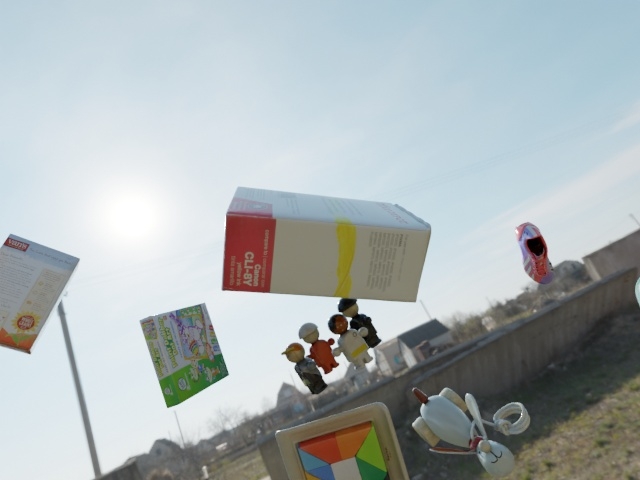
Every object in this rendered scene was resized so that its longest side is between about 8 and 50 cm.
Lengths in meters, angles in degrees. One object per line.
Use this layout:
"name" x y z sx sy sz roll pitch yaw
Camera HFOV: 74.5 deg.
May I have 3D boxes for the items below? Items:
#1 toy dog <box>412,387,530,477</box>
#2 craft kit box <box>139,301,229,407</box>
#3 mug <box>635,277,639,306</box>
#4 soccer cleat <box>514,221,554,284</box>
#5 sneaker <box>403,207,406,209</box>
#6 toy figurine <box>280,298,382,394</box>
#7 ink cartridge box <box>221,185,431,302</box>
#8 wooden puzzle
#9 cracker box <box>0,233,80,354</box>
"toy dog" 0.352 0.476 1.114 0.220 0.161 0.334 -50 12 -32
"craft kit box" -0.391 0.322 1.237 0.061 0.250 0.247 -23 -6 21
"mug" 0.708 0.100 0.815 0.158 0.097 0.129 -14 -51 26
"soccer cleat" 0.663 0.054 1.288 0.083 0.248 0.095 -25 26 13
"sneaker" 0.252 -0.057 1.284 0.058 0.052 0.135 -14 -31 -8
"toy figurine" 0.027 0.249 1.035 0.213 0.148 0.209 -34 -5 17
"ink cartridge box" 0.000 0.000 0.901 0.385 0.160 0.279 4 15 -7
"wooden puzzle" 0.048 0.460 0.847 0.239 0.221 0.044 -16 6 5
"cracker box" -0.676 0.119 0.948 0.156 0.232 0.067 25 -35 -20
